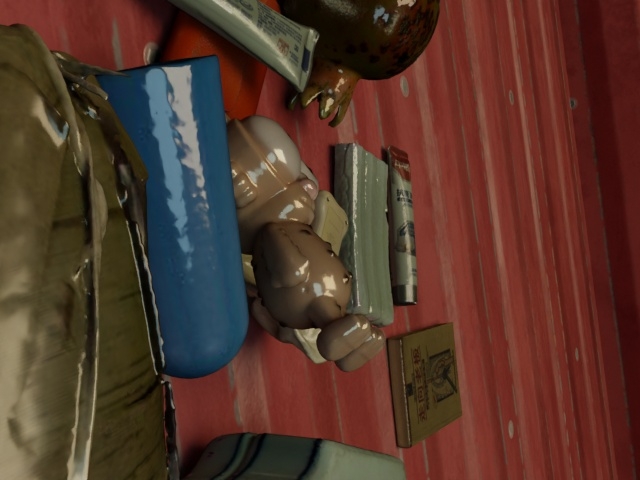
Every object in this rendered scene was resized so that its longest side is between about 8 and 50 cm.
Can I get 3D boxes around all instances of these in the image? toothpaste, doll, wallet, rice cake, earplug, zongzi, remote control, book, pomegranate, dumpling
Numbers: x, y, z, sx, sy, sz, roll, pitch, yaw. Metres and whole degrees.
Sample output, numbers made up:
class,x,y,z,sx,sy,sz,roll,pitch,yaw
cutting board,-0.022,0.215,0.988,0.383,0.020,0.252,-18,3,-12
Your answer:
class,x,y,z,sx,sy,sz,roll,pitch,yaw
toothpaste,-0.105,-0.234,0.884,0.268,0.047,0.069,25,36,-36
toothpaste,0.120,-0.022,1.361,0.062,0.039,0.239,17,67,-53
doll,-0.032,0.000,0.874,0.278,0.119,0.154,56,5,19
wallet,-0.098,-0.215,0.967,0.142,0.045,0.205,50,42,-45
rice cake,0.058,-0.007,1.227,0.127,0.043,0.237,23,64,-59
earplug,-0.129,-0.012,0.786,0.132,0.132,0.273,-33,117,-60
zongzi,-0.238,0.071,0.396,0.467,0.218,0.500,-18,103,-72
remote control,0.000,0.000,1.123,0.074,0.032,0.122,50,42,-40
book,0.164,0.213,1.404,0.231,0.026,0.161,-4,88,-63
pomegranate,0.030,-0.270,1.113,0.246,0.198,0.198,-42,132,-10
dumpling,-0.041,0.043,0.970,0.134,0.099,0.169,32,54,-41

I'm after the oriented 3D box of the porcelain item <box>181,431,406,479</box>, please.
class,x,y,z,sx,sy,sz,roll,pitch,yaw
porcelain item,-0.025,0.333,0.869,0.286,0.157,0.282,31,59,-58
